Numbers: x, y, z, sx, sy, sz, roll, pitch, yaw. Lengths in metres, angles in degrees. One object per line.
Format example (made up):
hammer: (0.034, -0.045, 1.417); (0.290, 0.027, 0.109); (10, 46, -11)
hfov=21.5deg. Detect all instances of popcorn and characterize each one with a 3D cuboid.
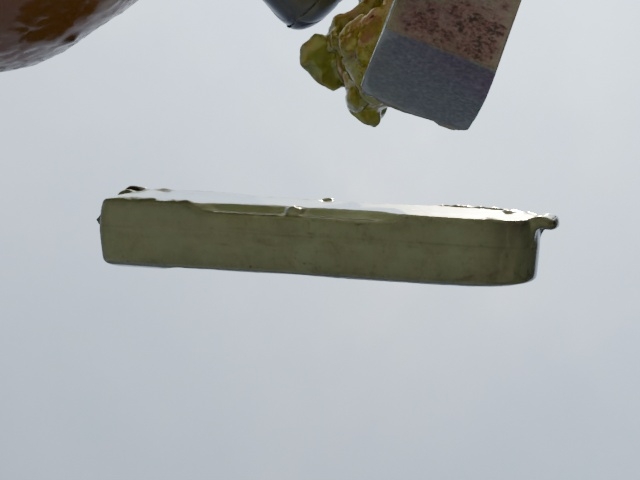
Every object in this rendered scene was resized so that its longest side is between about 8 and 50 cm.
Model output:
popcorn: (0.046, -0.133, 1.119); (0.089, 0.109, 0.097); (45, -157, -1)

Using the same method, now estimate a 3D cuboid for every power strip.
power strip: (0.001, -0.003, 1.009); (0.285, 0.080, 0.048); (2, -82, 18)

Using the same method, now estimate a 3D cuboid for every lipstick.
lipstick: (0.103, -0.209, 0.938); (0.066, 0.068, 0.317); (21, -119, -1)

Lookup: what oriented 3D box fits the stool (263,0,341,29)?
stool: (-0.023, -0.240, 1.421); (0.110, 0.096, 0.096); (43, -121, -11)

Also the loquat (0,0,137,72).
loquat: (-0.211, -0.262, 0.988); (0.328, 0.328, 0.328); (5, -121, -8)
